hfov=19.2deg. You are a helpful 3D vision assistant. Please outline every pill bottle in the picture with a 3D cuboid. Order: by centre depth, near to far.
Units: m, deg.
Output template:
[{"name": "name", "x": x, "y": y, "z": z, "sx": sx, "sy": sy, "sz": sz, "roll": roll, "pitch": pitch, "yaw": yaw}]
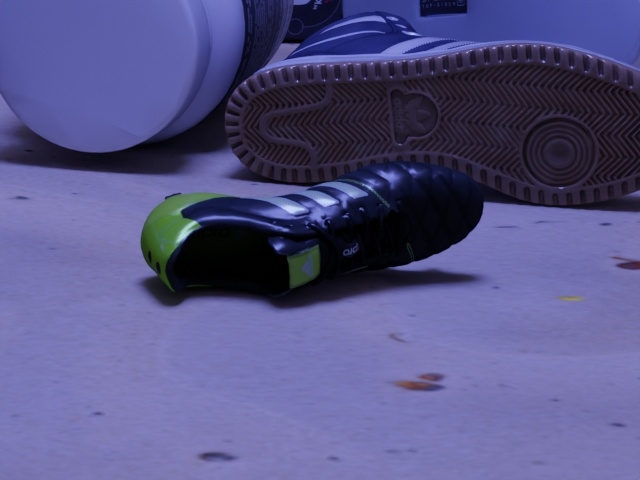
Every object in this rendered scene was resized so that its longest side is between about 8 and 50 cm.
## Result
[{"name": "pill bottle", "x": -0.118, "y": -0.156, "z": 1.294, "sx": 0.161, "sy": 0.161, "sz": 0.283, "roll": 5, "pitch": 15, "yaw": 8}]

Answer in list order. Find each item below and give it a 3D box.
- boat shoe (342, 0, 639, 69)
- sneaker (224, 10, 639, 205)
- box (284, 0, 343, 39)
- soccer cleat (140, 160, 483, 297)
[{"name": "boat shoe", "x": 0.184, "y": -0.184, "z": 1.546, "sx": 0.156, "sy": 0.136, "sz": 0.367, "roll": -4, "pitch": 6, "yaw": -35}, {"name": "sneaker", "x": 0.092, "y": -0.090, "z": 1.207, "sx": 0.282, "sy": 0.099, "sz": 0.153, "roll": 3, "pitch": 16, "yaw": 11}, {"name": "box", "x": 0.059, "y": -0.276, "z": 1.765, "sx": 0.270, "sy": 0.165, "sz": 0.143, "roll": 0, "pitch": 16, "yaw": -11}, {"name": "soccer cleat", "x": 0.000, "y": 0.000, "z": 0.949, "sx": 0.178, "sy": 0.060, "sz": 0.072, "roll": -7, "pitch": 26, "yaw": -10}]
